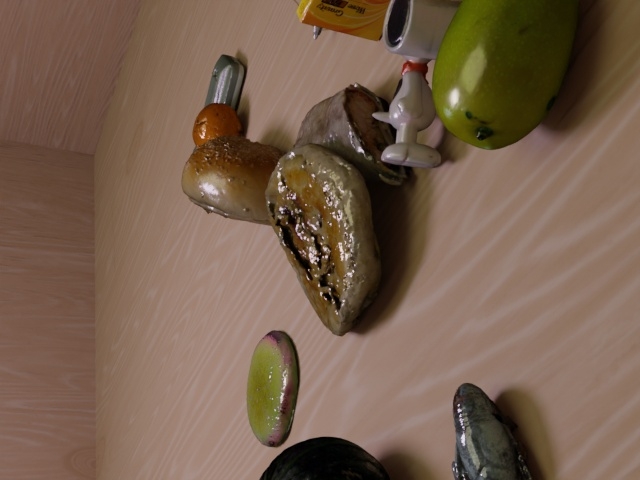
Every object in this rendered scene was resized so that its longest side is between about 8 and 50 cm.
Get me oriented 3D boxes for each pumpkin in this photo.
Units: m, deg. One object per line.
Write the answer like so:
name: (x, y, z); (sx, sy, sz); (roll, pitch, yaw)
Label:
pumpkin: (0.007, 0.405, 1.158); (0.250, 0.216, 0.250); (-44, 15, 15)

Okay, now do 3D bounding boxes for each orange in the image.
orange: (-0.250, -0.267, 2.013); (0.136, 0.117, 0.135); (-53, -15, -20)

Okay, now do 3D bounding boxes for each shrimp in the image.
shrimp: (0.196, 0.271, 0.938); (0.090, 0.079, 0.233); (-24, 59, 17)

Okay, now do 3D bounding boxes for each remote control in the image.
remote control: (-0.274, -0.307, 2.139); (0.128, 0.065, 0.335); (50, 128, 55)

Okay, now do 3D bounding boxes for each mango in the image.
mango: (0.222, -0.249, 0.966); (0.175, 0.143, 0.293); (172, 115, -71)

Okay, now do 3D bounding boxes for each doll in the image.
doll: (0.149, -0.245, 1.146); (0.208, 0.143, 0.272); (109, 166, -74)

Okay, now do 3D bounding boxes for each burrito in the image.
burrito: (0.041, -0.171, 1.379); (0.347, 0.107, 0.175); (-177, 81, -67)

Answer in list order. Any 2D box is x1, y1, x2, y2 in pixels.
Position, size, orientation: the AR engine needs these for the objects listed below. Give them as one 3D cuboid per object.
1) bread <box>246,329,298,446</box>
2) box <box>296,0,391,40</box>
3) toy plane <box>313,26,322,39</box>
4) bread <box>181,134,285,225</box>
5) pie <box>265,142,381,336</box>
bread: (-0.101, 0.288, 1.621); (0.228, 0.033, 0.229); (-35, 50, 57)
box: (0.083, -0.441, 1.302); (0.269, 0.152, 0.043); (122, 146, -42)
toy plane: (0.024, -0.498, 1.554); (0.160, 0.082, 0.234); (34, 128, 52)
bread: (-0.197, -0.140, 1.768); (0.314, 0.192, 0.171); (-144, 64, -63)
pie: (0.001, 0.000, 1.347); (0.339, 0.077, 0.339); (165, 90, -69)
